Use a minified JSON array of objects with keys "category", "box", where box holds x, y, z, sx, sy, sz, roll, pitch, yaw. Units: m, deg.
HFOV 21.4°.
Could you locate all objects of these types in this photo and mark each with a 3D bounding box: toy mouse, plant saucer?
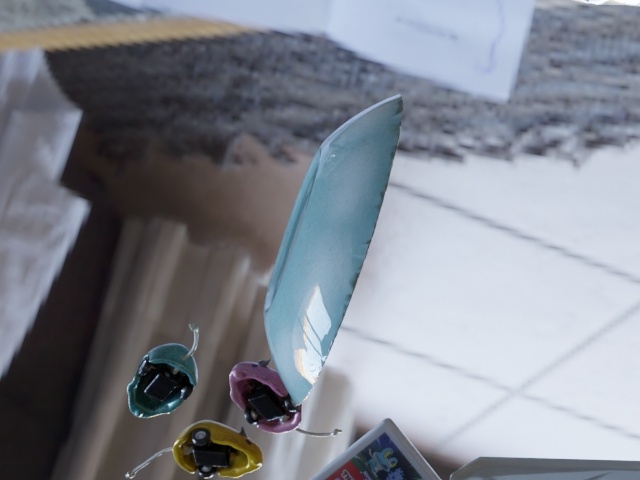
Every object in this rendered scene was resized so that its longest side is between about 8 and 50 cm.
[{"category":"toy mouse","box":[-0.069,0.099,1.120,0.161,0.031,0.143,-2,129,15]},{"category":"plant saucer","box":[0.000,0.000,1.006,0.037,0.195,0.195,18,152,-6]}]

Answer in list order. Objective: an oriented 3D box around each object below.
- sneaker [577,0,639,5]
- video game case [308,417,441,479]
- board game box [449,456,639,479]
[{"category":"sneaker","box":[0.232,-0.227,1.105,0.255,0.094,0.151,13,135,-10]},{"category":"video game case","box":[0.051,0.284,1.443,0.201,0.183,0.023,51,-169,3]},{"category":"board game box","box":[0.219,0.248,0.694,0.389,0.390,0.050,0,128,16]}]
